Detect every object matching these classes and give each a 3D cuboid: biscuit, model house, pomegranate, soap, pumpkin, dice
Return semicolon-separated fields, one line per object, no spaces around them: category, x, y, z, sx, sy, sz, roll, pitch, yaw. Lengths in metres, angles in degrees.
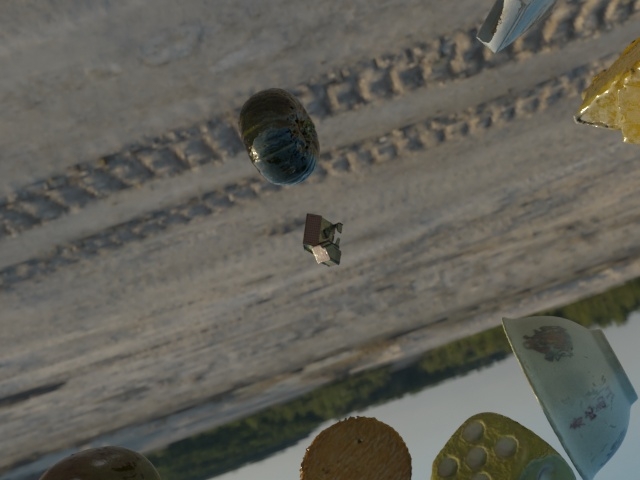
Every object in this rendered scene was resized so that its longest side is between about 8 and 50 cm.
biscuit;0.079;0.507;2.151;0.253;0.254;0.035;-19;151;-1
model house;0.000;0.000;1.629;0.057;0.083;0.058;-18;141;41
pomegranate;-0.369;0.522;1.812;0.323;0.291;0.291;6;176;11
soap;0.618;-0.358;1.892;0.304;0.339;0.169;16;-128;33
pumpkin;-0.085;-0.228;2.160;0.157;0.224;0.223;-21;172;19
dice;0.402;0.537;2.168;0.233;0.238;0.226;-51;-145;-15

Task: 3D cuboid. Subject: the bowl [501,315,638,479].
bowl;0.605;0.327;2.297;0.196;0.435;0.435;-29;170;10

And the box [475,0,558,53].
box;0.444;-0.511;2.123;0.233;0.067;0.149;-38;163;-36
